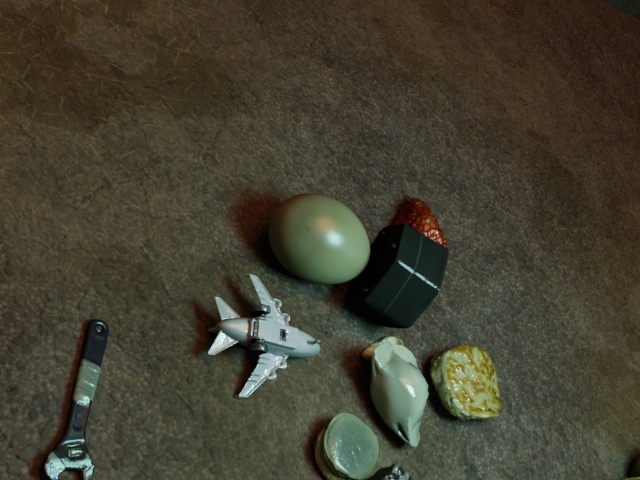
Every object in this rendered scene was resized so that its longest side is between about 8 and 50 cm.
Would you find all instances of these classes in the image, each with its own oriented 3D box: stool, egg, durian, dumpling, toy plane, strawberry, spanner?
[{"bbox_3d":[0.167,0.080,1.873,0.141,0.232,0.232,31,47,-15],"label":"stool"},{"bbox_3d":[0.000,0.000,1.815,0.242,0.186,0.186,33,46,-24],"label":"egg"},{"bbox_3d":[0.148,0.246,1.860,0.130,0.052,0.066,-21,76,-41],"label":"durian"},{"bbox_3d":[0.175,0.320,1.790,0.151,0.124,0.229,-16,93,-62],"label":"dumpling"},{"bbox_3d":[-0.101,0.193,1.670,0.255,0.101,0.251,16,65,-29],"label":"toy plane"},{"bbox_3d":[0.257,-0.016,2.079,0.175,0.107,0.236,-5,64,-40],"label":"strawberry"},{"bbox_3d":[-0.404,0.275,1.441,0.087,0.024,0.316,24,48,-25],"label":"spanner"}]

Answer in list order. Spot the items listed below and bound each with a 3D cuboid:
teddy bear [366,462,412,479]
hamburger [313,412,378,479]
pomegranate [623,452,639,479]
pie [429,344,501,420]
[{"bbox_3d":[0.172,0.538,1.625,0.251,0.144,0.171,46,30,-7],"label":"teddy bear"},{"bbox_3d":[0.051,0.416,1.666,0.133,0.062,0.140,41,43,-14],"label":"hamburger"},{"bbox_3d":[0.870,0.603,2.072,0.257,0.221,0.221,0,62,-29],"label":"pomegranate"},{"bbox_3d":[0.336,0.330,1.925,0.205,0.084,0.179,7,60,-37],"label":"pie"}]
